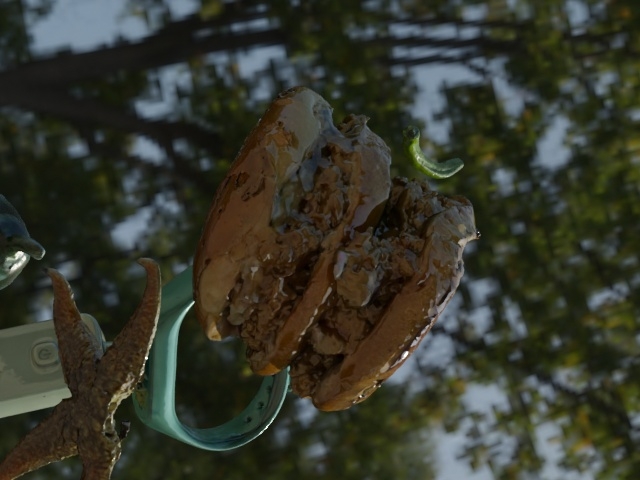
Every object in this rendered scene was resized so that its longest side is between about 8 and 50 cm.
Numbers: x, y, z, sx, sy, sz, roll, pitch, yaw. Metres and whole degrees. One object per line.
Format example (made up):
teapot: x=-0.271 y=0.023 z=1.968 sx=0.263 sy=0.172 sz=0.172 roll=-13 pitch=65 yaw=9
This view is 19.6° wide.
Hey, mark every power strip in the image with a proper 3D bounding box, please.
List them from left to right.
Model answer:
power strip: x=-0.407 y=0.159 z=2.070 sx=0.062 sy=0.385 sz=0.091 roll=85 pitch=-8 yaw=-68

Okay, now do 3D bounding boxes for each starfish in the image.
starfish: x=-0.209 y=0.122 z=1.620 sx=0.138 sy=0.050 sz=0.247 roll=21 pitch=-88 yaw=36

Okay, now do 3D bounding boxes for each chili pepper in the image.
chili pepper: x=0.085 y=-0.066 z=1.436 sx=0.030 sy=0.083 sz=0.017 roll=-39 pitch=-127 yaw=8

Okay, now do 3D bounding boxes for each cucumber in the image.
cucumber: x=-0.197 y=-0.006 z=0.951 sx=0.250 sy=0.056 sz=0.056 roll=17 pitch=-64 yaw=58

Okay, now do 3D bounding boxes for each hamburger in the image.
hamburger: x=0.005 y=0.007 z=1.571 sx=0.211 sy=0.260 sz=0.245 roll=28 pitch=-29 yaw=-3

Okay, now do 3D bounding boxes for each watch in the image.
watch: x=-0.118 y=0.126 z=2.097 sx=0.068 sy=0.195 sz=0.237 roll=35 pitch=-52 yaw=55
